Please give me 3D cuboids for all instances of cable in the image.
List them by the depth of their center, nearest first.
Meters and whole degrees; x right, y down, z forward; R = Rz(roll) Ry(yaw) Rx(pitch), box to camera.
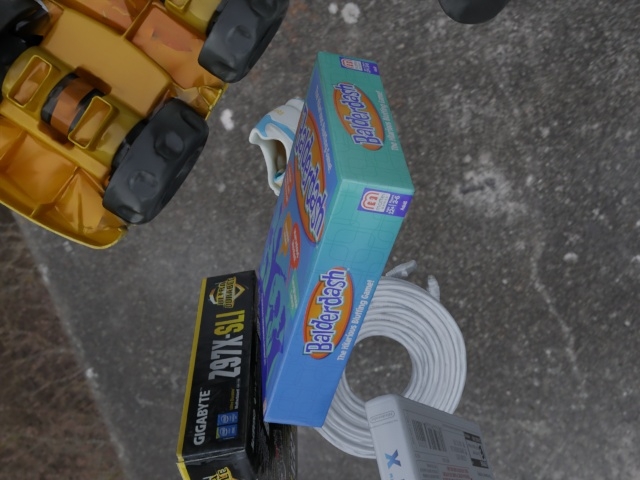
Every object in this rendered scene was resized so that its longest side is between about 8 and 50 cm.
[{"bbox_3d":[0.084,0.179,1.195,0.089,0.257,0.257,172,78,-83],"label":"cable"}]

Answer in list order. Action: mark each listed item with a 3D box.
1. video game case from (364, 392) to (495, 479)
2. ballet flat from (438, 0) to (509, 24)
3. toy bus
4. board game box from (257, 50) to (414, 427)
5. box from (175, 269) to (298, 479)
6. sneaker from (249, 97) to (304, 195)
[{"bbox_3d":[0.144,0.314,0.820,0.036,0.329,0.300,-20,67,17],"label":"video game case"},{"bbox_3d":[0.152,-0.298,0.626,0.095,0.096,0.280,10,110,-12],"label":"ballet flat"},{"bbox_3d":[-0.119,-0.116,0.560,0.149,0.211,0.220,34,92,-1],"label":"toy bus"},{"bbox_3d":[0.000,0.000,0.589,0.047,0.160,0.210,9,126,-13],"label":"board game box"},{"bbox_3d":[-0.087,0.228,1.012,0.079,0.322,0.257,-9,122,4],"label":"box"},{"bbox_3d":[-0.016,-0.077,1.170,0.087,0.092,0.229,-11,112,59],"label":"sneaker"}]
